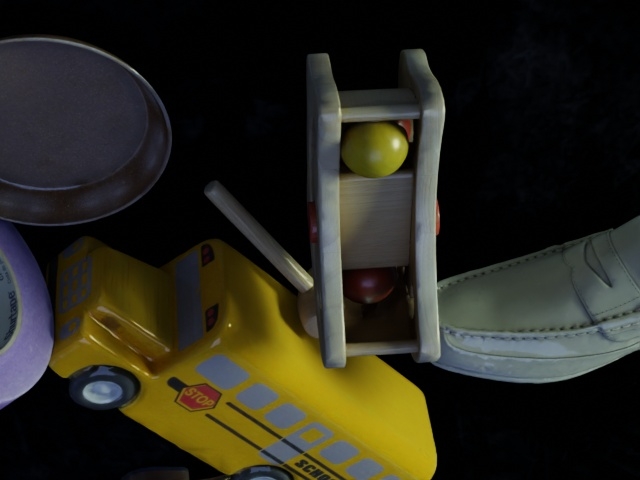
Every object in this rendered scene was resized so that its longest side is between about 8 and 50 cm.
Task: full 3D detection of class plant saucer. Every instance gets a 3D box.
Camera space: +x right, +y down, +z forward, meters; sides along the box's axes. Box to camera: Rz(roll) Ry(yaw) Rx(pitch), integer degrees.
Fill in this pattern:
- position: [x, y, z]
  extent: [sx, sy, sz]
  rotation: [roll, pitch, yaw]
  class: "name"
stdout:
- position: [-0.183, -0.076, 0.922]
  extent: [0.168, 0.029, 0.168]
  rotation: [-4, 136, -3]
  class: "plant saucer"

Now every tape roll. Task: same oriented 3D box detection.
- position: [-0.274, 0.041, 0.920]
  extent: [0.080, 0.189, 0.189]
  rotation: [-33, 131, 27]
  class: "tape roll"

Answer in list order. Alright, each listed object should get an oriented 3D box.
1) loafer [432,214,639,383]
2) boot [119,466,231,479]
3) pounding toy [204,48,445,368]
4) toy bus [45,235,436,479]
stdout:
- position: [0.226, 0.029, 1.035]
  extent: [0.319, 0.112, 0.111]
  rotation: [-10, 133, -7]
  class: "loafer"
- position: [-0.071, 0.260, 1.242]
  extent: [0.219, 0.106, 0.082]
  rotation: [-3, 138, -3]
  class: "boot"
- position: [0.000, 0.000, 0.934]
  extent: [0.154, 0.154, 0.270]
  rotation: [-3, 137, -4]
  class: "pounding toy"
- position: [-0.058, 0.106, 1.075]
  extent: [0.130, 0.108, 0.332]
  rotation: [-31, 132, 24]
  class: "toy bus"
